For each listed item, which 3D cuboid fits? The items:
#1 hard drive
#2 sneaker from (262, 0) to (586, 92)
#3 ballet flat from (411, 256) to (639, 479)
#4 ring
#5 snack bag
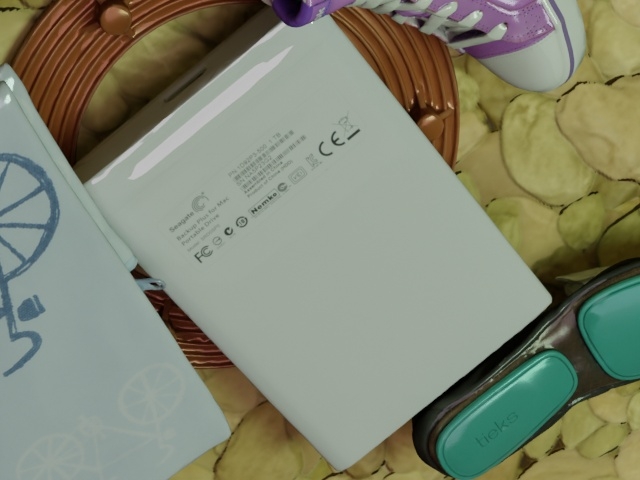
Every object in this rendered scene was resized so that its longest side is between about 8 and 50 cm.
[{"bbox_3d":[0.000,0.000,1.228,0.203,0.040,0.307,-39,121,3],"label":"hard drive"},{"bbox_3d":[0.043,-0.162,1.131,0.282,0.102,0.161,44,61,-21],"label":"sneaker"},{"bbox_3d":[0.185,0.074,1.329,0.280,0.096,0.095,-28,116,-2],"label":"ballet flat"},{"bbox_3d":[-0.058,-0.056,1.223,0.337,0.032,0.336,-8,118,-15],"label":"ring"},{"bbox_3d":[-0.244,0.103,1.136,0.323,0.037,0.342,-37,127,-8],"label":"snack bag"}]
